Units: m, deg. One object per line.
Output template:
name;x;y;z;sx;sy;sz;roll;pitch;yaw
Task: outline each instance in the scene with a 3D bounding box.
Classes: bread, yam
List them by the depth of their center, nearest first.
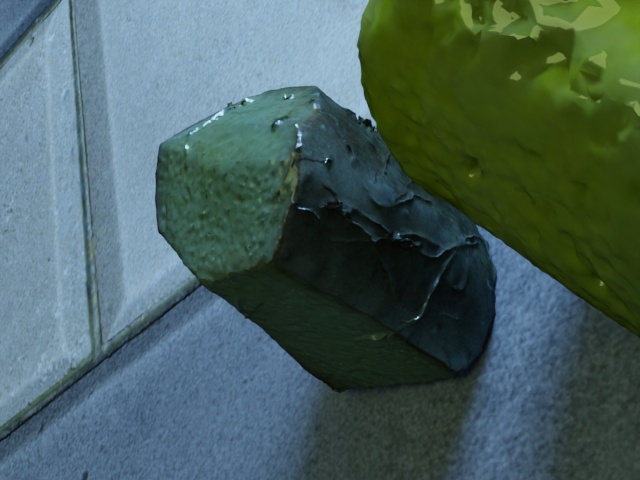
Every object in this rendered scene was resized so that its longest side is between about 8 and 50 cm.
bread;0.229;-0.114;0.667;0.308;0.348;0.348;45;108;41
yam;0.003;-0.005;0.924;0.202;0.271;0.201;-12;63;39
